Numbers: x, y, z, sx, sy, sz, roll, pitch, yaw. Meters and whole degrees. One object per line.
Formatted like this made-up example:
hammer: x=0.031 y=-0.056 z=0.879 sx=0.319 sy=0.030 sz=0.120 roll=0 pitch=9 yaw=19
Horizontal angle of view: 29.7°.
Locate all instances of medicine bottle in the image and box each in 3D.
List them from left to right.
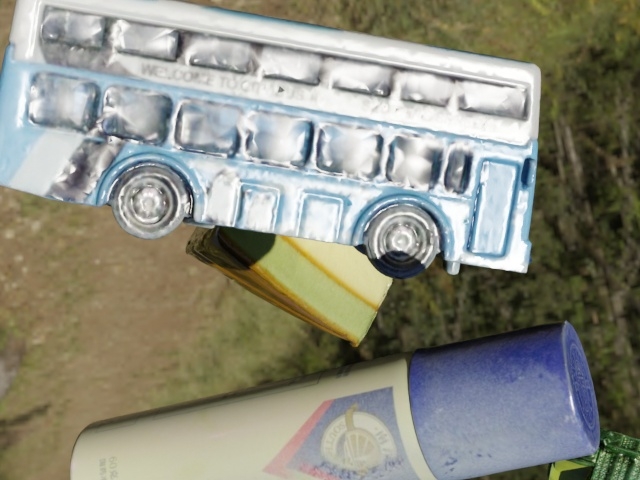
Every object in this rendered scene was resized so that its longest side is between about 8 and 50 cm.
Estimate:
medicine bottle: x=0.002 y=0.086 z=0.530 sx=0.230 sy=0.059 sz=0.059 roll=-15 pitch=160 yaw=20

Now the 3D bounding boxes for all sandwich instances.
sandwich: x=0.000 y=0.000 z=0.942 sx=0.187 sy=0.117 sz=0.144 roll=31 pitch=171 yaw=-16

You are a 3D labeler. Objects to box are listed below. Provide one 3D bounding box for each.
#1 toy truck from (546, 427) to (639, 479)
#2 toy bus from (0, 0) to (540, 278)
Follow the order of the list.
toy truck: x=0.209 y=0.255 z=0.860 sx=0.128 sy=0.135 sz=0.260 roll=14 pitch=126 yaw=20
toy bus: x=-0.029 y=-0.059 z=0.673 sx=0.297 sy=0.131 sz=0.106 roll=8 pitch=-175 yaw=-7
